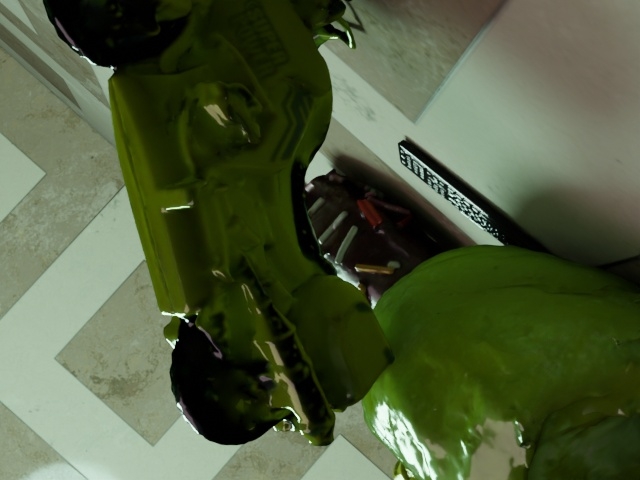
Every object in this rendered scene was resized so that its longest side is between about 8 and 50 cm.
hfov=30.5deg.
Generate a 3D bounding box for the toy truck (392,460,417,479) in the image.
[{"bbox_3d":[0.292,0.329,1.331,0.405,0.180,0.254,43,143,8],"label":"toy truck"}]

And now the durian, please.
[{"bbox_3d":[0.135,0.117,0.851,0.340,0.204,0.255,24,148,53],"label":"durian"}]

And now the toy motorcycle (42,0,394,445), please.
[{"bbox_3d":[-0.047,-0.045,0.750,0.142,0.206,0.342,1,110,58],"label":"toy motorcycle"}]

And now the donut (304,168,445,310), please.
[{"bbox_3d":[0.072,0.039,1.182,0.270,0.103,0.269,39,173,5],"label":"donut"}]

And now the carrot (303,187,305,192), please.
[{"bbox_3d":[0.001,-0.001,1.463,0.228,0.069,0.069,47,171,-25],"label":"carrot"}]

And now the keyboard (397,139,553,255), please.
[{"bbox_3d":[0.121,-0.024,0.918,0.155,0.010,0.053,39,174,15],"label":"keyboard"}]
